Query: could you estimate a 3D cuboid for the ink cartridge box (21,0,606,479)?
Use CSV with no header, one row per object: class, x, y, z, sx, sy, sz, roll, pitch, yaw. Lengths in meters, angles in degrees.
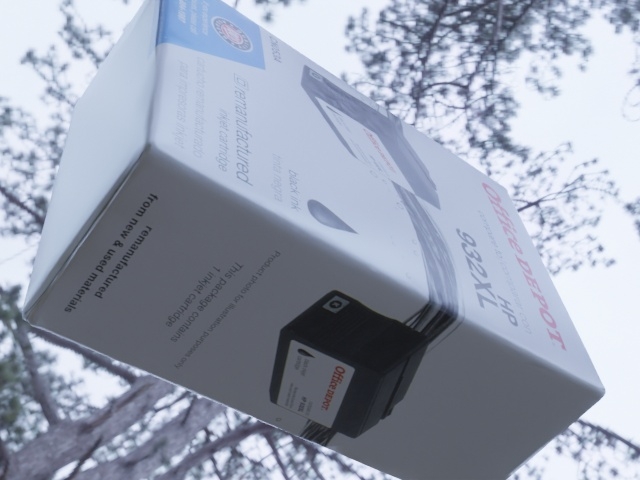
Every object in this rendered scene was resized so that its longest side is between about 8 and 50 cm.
ink cartridge box,0.000,0.000,0.556,0.307,0.223,0.129,29,-62,-26
